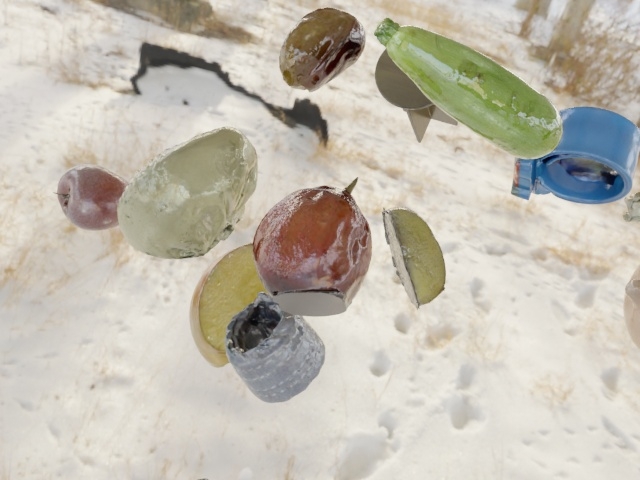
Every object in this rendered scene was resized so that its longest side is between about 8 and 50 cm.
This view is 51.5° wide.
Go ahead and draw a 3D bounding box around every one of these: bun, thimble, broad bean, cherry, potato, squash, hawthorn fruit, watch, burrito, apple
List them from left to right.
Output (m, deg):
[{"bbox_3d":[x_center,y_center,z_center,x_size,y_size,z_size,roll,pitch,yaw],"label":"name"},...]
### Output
[{"bbox_3d":[-0.769,-0.145,2.303,0.307,0.221,0.261,14,19,-46],"label":"cherry"},{"bbox_3d":[-0.288,-0.100,1.514,0.234,0.362,0.326,50,-4,3],"label":"bun"},{"bbox_3d":[-0.249,0.196,1.892,0.252,0.314,0.309,32,56,23],"label":"apple"},{"bbox_3d":[-0.108,0.237,1.513,0.172,0.205,0.236,57,11,-26],"label":"thimble"},{"bbox_3d":[0.000,-0.407,1.415,0.228,0.156,0.122,-36,63,-24],"label":"broad bean"},{"bbox_3d":[0.000,0.000,1.051,0.189,0.251,0.189,28,-7,4],"label":"hawthorn fruit"},{"bbox_3d":[0.218,0.036,1.530,0.098,0.243,0.138,-15,-11,-6],"label":"potato"},{"bbox_3d":[0.248,-0.245,1.071,0.370,0.118,0.118,28,22,-22],"label":"squash"},{"bbox_3d":[0.622,-0.180,1.615,0.274,0.242,0.305,11,-19,28],"label":"watch"},{"bbox_3d":[0.570,-0.063,1.039,0.188,0.058,0.045,-8,-3,8],"label":"burrito"}]

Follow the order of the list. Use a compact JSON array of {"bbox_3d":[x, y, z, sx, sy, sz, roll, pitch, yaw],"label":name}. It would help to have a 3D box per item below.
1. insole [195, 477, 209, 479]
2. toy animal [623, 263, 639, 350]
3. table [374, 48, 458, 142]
[{"bbox_3d":[-0.271,0.413,0.960,0.247,0.081,0.011,-24,47,-20],"label":"insole"},{"bbox_3d":[0.392,0.088,0.645,0.248,0.165,0.149,32,28,-26],"label":"toy animal"},{"bbox_3d":[0.221,-0.311,1.424,0.167,0.167,0.226,30,-5,22],"label":"table"}]
